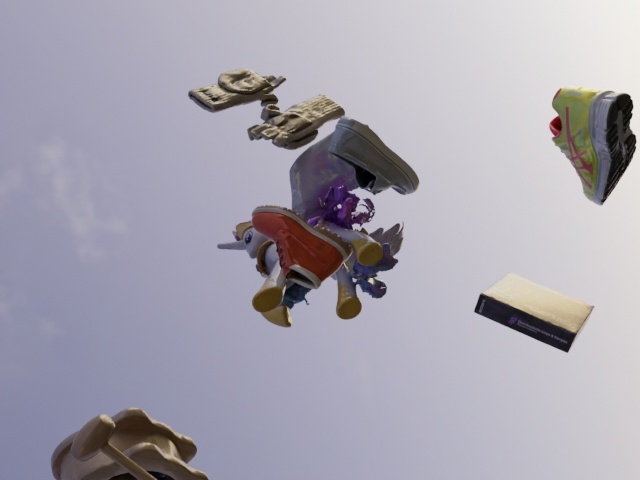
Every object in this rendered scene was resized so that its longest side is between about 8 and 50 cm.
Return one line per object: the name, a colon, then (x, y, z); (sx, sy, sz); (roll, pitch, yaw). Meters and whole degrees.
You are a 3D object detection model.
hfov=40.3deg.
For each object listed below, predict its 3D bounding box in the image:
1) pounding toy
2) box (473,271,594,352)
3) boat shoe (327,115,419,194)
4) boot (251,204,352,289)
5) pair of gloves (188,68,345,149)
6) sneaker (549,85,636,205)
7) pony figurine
pounding toy: (-0.262, 0.335, 1.174); (0.269, 0.154, 0.155); (46, -172, -46)
box: (0.258, 0.082, 1.044); (0.162, 0.116, 0.029); (-14, -55, -65)
boat shoe: (0.085, -0.124, 1.480); (0.227, 0.079, 0.081); (36, -98, -45)
boot: (-0.044, 0.009, 1.205); (0.085, 0.157, 0.059); (-53, -26, -23)
pair of gloves: (-0.098, -0.246, 1.626); (0.204, 0.240, 0.042); (-39, -29, -44)
sneaker: (0.328, -0.122, 1.072); (0.081, 0.094, 0.208); (-53, -31, -18)
pony figurine: (0.000, 0.000, 1.556); (0.363, 0.350, 0.303); (-124, 11, -63)
